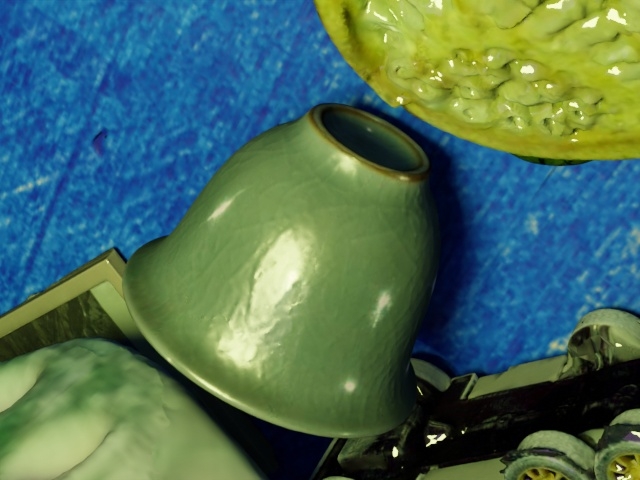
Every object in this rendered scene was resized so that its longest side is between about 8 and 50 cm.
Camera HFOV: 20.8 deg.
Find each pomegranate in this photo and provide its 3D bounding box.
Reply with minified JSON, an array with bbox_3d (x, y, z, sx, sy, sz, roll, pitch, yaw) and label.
[{"bbox_3d":[0.170,-0.171,0.793,0.358,0.216,0.310,30,141,-33],"label":"pomegranate"}]

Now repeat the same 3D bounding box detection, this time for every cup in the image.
[{"bbox_3d":[0.000,0.000,1.050,0.199,0.199,0.150,32,115,9],"label":"cup"}]

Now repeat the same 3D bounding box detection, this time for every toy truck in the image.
[{"bbox_3d":[0.165,0.149,1.056,0.367,0.146,0.175,-15,116,39],"label":"toy truck"}]

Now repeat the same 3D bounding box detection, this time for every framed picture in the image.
[{"bbox_3d":[-0.181,0.133,1.350,0.281,0.019,0.209,-29,104,42],"label":"framed picture"}]

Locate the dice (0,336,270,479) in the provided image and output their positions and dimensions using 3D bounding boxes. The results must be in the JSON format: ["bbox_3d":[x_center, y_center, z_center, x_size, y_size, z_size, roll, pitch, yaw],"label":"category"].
[{"bbox_3d":[-0.165,0.285,1.137,0.330,0.328,0.348,59,162,-21],"label":"dice"}]

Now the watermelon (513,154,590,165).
[{"bbox_3d":[0.128,-0.084,0.966,0.105,0.062,0.105,10,122,17],"label":"watermelon"}]
